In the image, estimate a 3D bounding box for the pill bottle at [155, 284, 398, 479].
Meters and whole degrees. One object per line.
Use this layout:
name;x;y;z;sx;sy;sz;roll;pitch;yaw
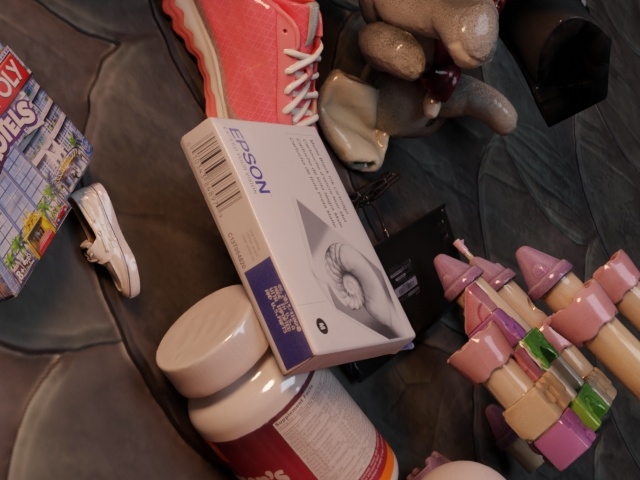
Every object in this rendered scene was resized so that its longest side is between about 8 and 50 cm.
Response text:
pill bottle;-0.037;0.151;1.037;0.221;0.121;0.121;53;37;-24

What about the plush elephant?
plush elephant;0.124;-0.211;1.367;0.272;0.330;0.255;-52;140;-38

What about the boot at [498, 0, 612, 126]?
boot;0.205;-0.401;1.523;0.367;0.146;0.445;38;29;-55

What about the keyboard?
keyboard;0.074;0.017;1.354;0.317;0.033;0.202;-29;104;-58

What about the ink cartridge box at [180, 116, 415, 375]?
ink cartridge box;0.000;0.000;1.057;0.224;0.045;0.223;-3;64;-58

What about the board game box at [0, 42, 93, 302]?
board game box;-0.265;-0.082;0.885;0.194;0.060;0.194;51;37;-28

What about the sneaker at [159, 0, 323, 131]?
sneaker;-0.049;-0.173;1.176;0.116;0.136;0.314;-38;106;-55

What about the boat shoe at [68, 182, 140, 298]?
boat shoe;-0.180;0.004;0.992;0.035;0.035;0.100;-23;97;-30

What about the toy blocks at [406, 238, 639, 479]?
toy blocks;0.199;0.122;1.335;0.260;0.309;0.288;46;20;9

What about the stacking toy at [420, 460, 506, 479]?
stacking toy;0.102;0.331;0.995;0.351;0.350;0.480;59;25;-16
